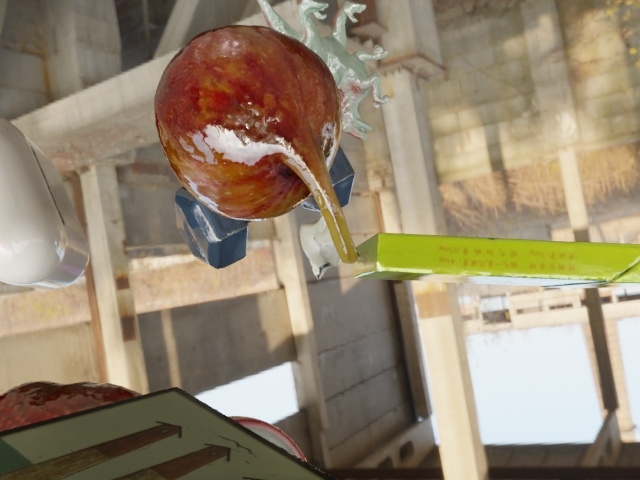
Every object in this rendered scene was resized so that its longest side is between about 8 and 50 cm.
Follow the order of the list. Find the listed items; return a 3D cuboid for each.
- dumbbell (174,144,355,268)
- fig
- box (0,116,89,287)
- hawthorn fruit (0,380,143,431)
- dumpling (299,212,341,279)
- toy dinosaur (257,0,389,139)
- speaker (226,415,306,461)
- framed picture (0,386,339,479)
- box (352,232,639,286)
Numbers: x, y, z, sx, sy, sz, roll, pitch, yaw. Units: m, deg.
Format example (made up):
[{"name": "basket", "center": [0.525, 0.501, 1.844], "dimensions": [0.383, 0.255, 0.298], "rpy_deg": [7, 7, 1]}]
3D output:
[{"name": "dumbbell", "center": [-0.095, -0.077, 1.201], "dimensions": [0.325, 0.144, 0.160], "rpy_deg": [-27, -151, -30]}, {"name": "fig", "center": [-0.043, -0.091, 0.571], "dimensions": [0.175, 0.175, 0.207], "rpy_deg": [-8, -155, -32]}, {"name": "box", "center": [-0.518, -0.055, 1.157], "dimensions": [0.141, 0.288, 0.349], "rpy_deg": [-22, 177, -10]}, {"name": "hawthorn fruit", "center": [-0.311, 0.331, 0.760], "dimensions": [0.285, 0.284, 0.369], "rpy_deg": [-12, -151, 23]}, {"name": "dumpling", "center": [0.001, 0.001, 1.617], "dimensions": [0.093, 0.176, 0.150], "rpy_deg": [-22, -160, 6]}, {"name": "toy dinosaur", "center": [-0.011, -0.250, 0.892], "dimensions": [0.242, 0.167, 0.053], "rpy_deg": [23, -147, -11]}, {"name": "speaker", "center": [-0.153, 0.456, 1.190], "dimensions": [0.295, 0.294, 0.294], "rpy_deg": [-10, 177, -1]}, {"name": "framed picture", "center": [-0.142, 0.190, 0.493], "dimensions": [0.244, 0.013, 0.324], "rpy_deg": [20, -168, 32]}, {"name": "box", "center": [0.216, 0.027, 0.787], "dimensions": [0.335, 0.047, 0.187], "rpy_deg": [2, 174, -4]}]
